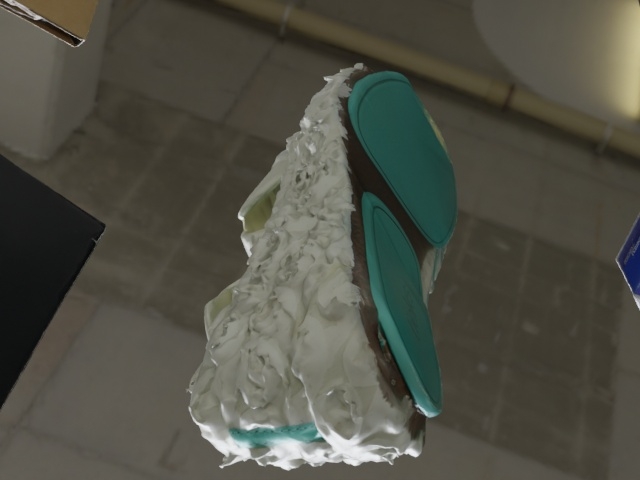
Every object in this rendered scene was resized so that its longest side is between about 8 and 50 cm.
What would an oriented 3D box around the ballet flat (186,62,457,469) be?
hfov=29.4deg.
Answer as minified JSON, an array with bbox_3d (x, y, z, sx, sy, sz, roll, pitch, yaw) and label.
[{"bbox_3d":[0.000,0.000,0.739,0.147,0.147,0.409,18,-156,0],"label":"ballet flat"}]

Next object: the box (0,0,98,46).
[{"bbox_3d":[-0.278,-0.305,1.186,0.164,0.021,0.201,28,-126,-27],"label":"box"}]

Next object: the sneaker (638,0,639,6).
[{"bbox_3d":[0.287,-0.106,0.820,0.097,0.084,0.235,-1,-101,-32],"label":"sneaker"}]

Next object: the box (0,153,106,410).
[{"bbox_3d":[-0.261,0.071,0.733,0.103,0.261,0.184,35,-124,-22],"label":"box"}]

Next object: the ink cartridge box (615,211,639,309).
[{"bbox_3d":[0.415,0.092,1.263,0.065,0.333,0.165,-5,-142,42],"label":"ink cartridge box"}]
